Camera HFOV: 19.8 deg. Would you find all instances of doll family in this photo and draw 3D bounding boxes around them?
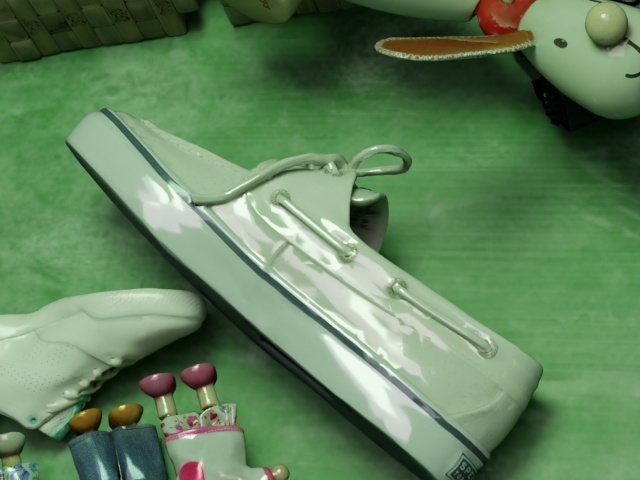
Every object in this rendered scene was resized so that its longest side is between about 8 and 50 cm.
[{"bbox_3d":[-0.152,0.194,1.209,0.263,0.118,0.163,-11,62,-12],"label":"doll family"}]

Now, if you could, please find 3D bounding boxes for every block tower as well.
[{"bbox_3d":[-0.095,-0.215,1.364,0.335,0.091,0.097,-9,66,9],"label":"block tower"}]

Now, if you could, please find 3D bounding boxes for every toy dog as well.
[{"bbox_3d":[0.068,-0.202,1.180,0.333,0.161,0.220,8,71,17],"label":"toy dog"}]

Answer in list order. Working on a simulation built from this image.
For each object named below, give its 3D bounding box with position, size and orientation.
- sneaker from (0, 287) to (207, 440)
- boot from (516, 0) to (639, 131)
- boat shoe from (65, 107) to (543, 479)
[{"bbox_3d":[-0.175,0.090,1.274,0.212,0.080,0.094,-13,78,14],"label":"sneaker"},{"bbox_3d":[0.221,-0.211,1.285,0.207,0.094,0.246,-15,72,2],"label":"boot"},{"bbox_3d":[0.000,-0.002,1.229,0.367,0.136,0.156,39,81,21],"label":"boat shoe"}]
